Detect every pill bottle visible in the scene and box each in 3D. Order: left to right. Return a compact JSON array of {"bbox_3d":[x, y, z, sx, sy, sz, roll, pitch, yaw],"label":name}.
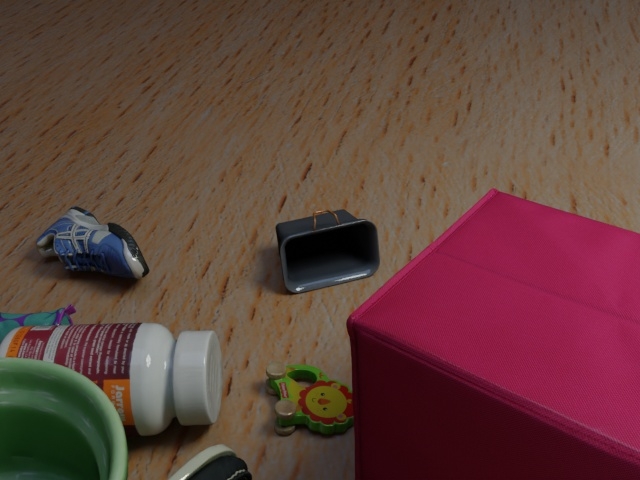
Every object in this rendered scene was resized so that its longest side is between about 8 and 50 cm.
[{"bbox_3d":[-0.223,0.150,0.841,0.221,0.121,0.121,-2,35,3],"label":"pill bottle"}]

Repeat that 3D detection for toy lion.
[{"bbox_3d":[-0.008,0.175,0.867,0.096,0.034,0.100,-4,34,-13],"label":"toy lion"}]

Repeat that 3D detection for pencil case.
[{"bbox_3d":[-0.381,0.113,0.957,0.152,0.064,0.070,0,51,4],"label":"pencil case"}]

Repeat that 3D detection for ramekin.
[{"bbox_3d":[-0.305,0.257,0.669,0.303,0.148,0.303,-3,35,2],"label":"ramekin"}]

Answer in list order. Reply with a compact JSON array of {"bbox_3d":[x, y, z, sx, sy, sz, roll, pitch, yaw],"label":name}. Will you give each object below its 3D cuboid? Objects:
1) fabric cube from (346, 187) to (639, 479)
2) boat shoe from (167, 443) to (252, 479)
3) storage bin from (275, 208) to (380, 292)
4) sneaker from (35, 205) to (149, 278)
[{"bbox_3d":[0.201,0.144,0.694,0.258,0.254,0.259,22,43,32],"label":"fabric cube"},{"bbox_3d":[-0.125,0.312,0.595,0.113,0.127,0.340,16,41,23],"label":"boat shoe"},{"bbox_3d":[0.000,0.000,1.069,0.135,0.098,0.091,-13,26,-14],"label":"storage bin"},{"bbox_3d":[-0.316,0.019,1.087,0.211,0.080,0.081,17,45,42],"label":"sneaker"}]
